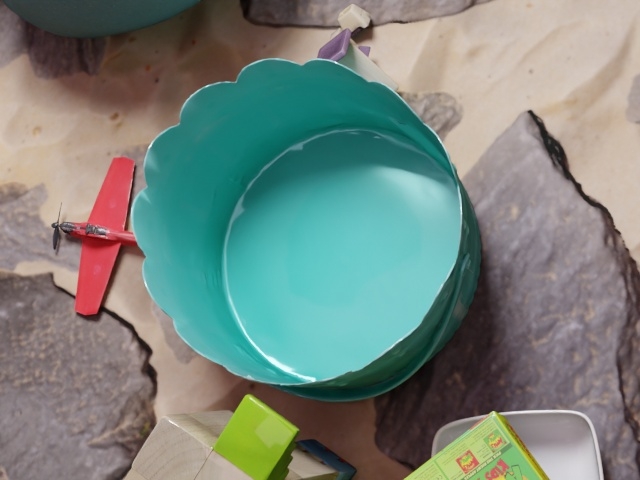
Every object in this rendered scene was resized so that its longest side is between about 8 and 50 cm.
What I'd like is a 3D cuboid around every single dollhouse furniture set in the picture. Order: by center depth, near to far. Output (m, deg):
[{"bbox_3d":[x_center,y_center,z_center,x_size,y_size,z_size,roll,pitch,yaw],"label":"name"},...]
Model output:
[{"bbox_3d":[0.013,-0.134,1.740,0.114,0.091,0.081,-35,113,29],"label":"dollhouse furniture set"}]

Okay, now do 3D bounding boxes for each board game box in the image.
[{"bbox_3d":[0.098,0.229,1.570,0.181,0.043,0.092,-38,72,7],"label":"board game box"}]

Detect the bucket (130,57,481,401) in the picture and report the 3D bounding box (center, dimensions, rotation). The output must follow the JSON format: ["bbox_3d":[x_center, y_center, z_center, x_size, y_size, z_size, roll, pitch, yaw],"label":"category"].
[{"bbox_3d":[0.000,0.000,1.625,0.281,0.183,0.281,-3,78,16],"label":"bucket"}]

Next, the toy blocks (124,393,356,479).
[{"bbox_3d":[-0.113,0.282,1.574,0.191,0.261,0.381,34,97,17],"label":"toy blocks"}]

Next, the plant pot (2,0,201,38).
[{"bbox_3d":[-0.197,-0.292,1.716,0.290,0.290,0.195,53,132,18],"label":"plant pot"}]

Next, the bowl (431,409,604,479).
[{"bbox_3d":[0.165,0.213,1.604,0.142,0.053,0.142,-7,77,14],"label":"bowl"}]

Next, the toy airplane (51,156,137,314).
[{"bbox_3d":[-0.175,0.000,1.755,0.151,0.028,0.151,-3,77,15],"label":"toy airplane"}]
